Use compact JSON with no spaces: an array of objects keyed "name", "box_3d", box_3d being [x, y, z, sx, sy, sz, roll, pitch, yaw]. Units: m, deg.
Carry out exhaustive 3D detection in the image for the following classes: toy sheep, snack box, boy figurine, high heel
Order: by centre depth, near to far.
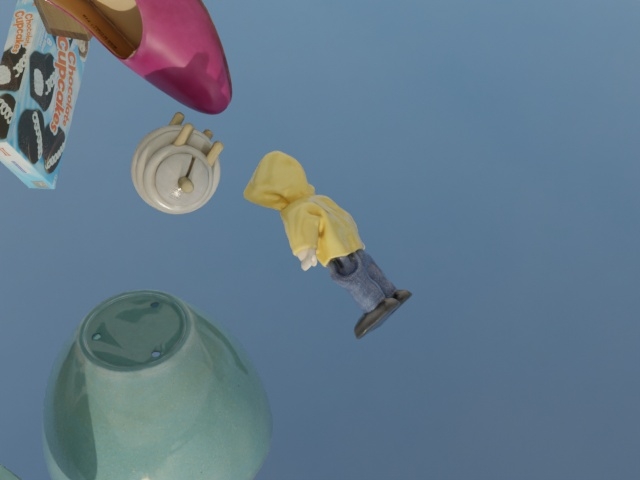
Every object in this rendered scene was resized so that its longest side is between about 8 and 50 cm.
[{"name":"high heel","box_3d":[-0.250,-0.228,1.053,0.377,0.127,0.181,46,-126,-5]},{"name":"toy sheep","box_3d":[-0.132,-0.067,1.066,0.091,0.091,0.132,-19,-164,-6]},{"name":"boy figurine","box_3d":[0.000,0.000,1.600,0.285,0.092,0.177,48,-156,6]},{"name":"snack box","box_3d":[-0.505,-0.276,2.076,0.060,0.187,0.322,2,-112,16]}]

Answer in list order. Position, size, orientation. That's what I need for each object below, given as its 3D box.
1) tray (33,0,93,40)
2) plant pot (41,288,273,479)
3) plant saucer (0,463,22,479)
[{"name":"tray","box_3d":[-0.284,-0.491,1.576,0.076,0.203,0.411,11,-123,17]},{"name":"plant pot","box_3d":[-0.209,0.174,1.412,0.290,0.195,0.290,-2,-138,2]},{"name":"plant saucer","box_3d":[-0.404,0.341,1.217,0.043,0.318,0.317,-50,-142,24]}]
